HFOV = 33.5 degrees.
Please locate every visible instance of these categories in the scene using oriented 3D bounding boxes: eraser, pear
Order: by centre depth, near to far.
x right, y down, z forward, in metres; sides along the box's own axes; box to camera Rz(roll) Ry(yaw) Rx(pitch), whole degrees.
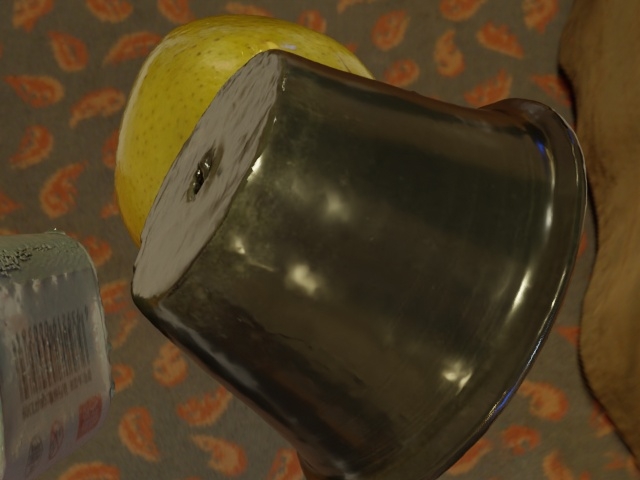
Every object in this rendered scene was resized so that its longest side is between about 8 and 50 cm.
[{"bbox_3d":[-0.216,0.080,0.735,0.081,0.227,0.174,-9,91,7],"label":"eraser"},{"bbox_3d":[-0.070,-0.078,1.287,0.363,0.362,0.418,-19,61,-11],"label":"pear"}]

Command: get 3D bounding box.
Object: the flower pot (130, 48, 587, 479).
[{"bbox_3d":[0.000,0.000,0.533,0.148,0.235,0.235,28,65,-22],"label":"flower pot"}]
